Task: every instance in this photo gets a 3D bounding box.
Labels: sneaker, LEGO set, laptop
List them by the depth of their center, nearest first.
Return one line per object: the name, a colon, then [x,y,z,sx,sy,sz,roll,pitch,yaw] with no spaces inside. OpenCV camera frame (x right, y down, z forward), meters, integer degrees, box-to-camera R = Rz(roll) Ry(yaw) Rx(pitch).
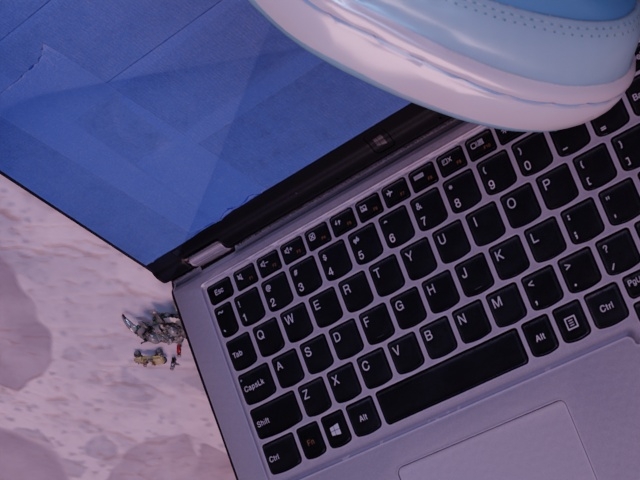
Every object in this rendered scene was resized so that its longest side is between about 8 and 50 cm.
sneaker: [0.023,-0.191,0.503,0.319,0.127,0.208,36,131,-4]
laptop: [0.000,0.000,0.718,0.382,0.407,0.236,-29,164,34]
LEGO set: [-0.104,0.066,0.960,0.054,0.023,0.083,0,140,4]
